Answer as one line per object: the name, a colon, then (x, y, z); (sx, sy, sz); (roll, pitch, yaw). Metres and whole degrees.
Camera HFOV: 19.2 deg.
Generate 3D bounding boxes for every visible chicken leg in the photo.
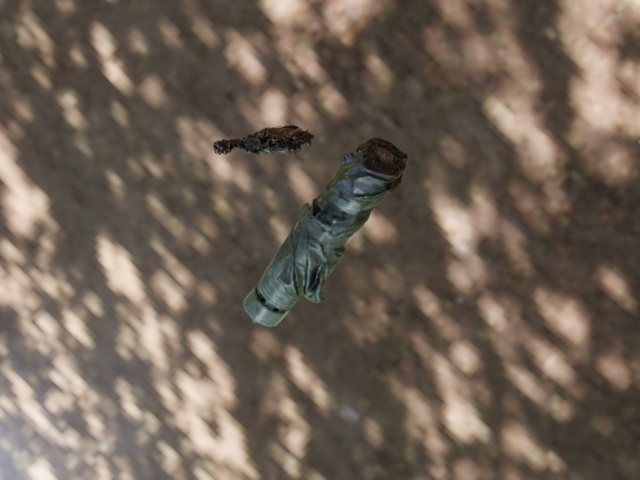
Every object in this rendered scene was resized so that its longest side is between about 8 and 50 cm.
chicken leg: (-0.042, -0.077, 1.473); (0.083, 0.036, 0.021); (0, 114, 30)

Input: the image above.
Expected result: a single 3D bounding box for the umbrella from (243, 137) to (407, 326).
umbrella: (0.000, 0.000, 1.374); (0.188, 0.046, 0.050); (-50, 41, 36)
